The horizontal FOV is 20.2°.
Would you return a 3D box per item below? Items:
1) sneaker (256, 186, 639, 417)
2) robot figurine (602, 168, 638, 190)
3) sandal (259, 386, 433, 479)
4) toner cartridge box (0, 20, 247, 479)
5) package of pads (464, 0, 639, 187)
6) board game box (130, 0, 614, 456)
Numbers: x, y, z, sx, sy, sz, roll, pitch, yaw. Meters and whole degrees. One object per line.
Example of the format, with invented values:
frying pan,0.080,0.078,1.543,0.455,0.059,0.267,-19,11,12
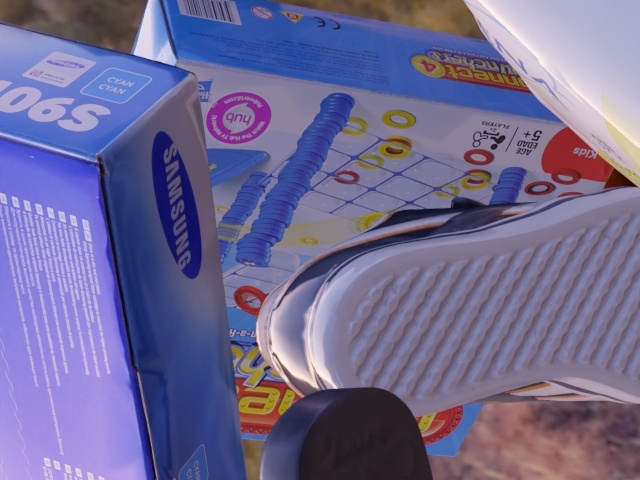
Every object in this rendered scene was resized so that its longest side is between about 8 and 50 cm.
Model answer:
sneaker,0.115,0.033,1.014,0.127,0.321,0.126,3,94,61
robot figurine,0.290,-0.011,1.426,0.085,0.211,0.291,-10,58,62
sandal,0.044,0.181,0.709,0.054,0.097,0.254,-6,110,46
toner cartridge box,-0.125,0.068,0.850,0.075,0.165,0.347,-48,-35,-43
package of pads,0.184,-0.041,0.285,0.229,0.101,0.296,-50,63,12
board game box,0.000,0.000,1.186,0.086,0.308,0.302,-107,32,-47
